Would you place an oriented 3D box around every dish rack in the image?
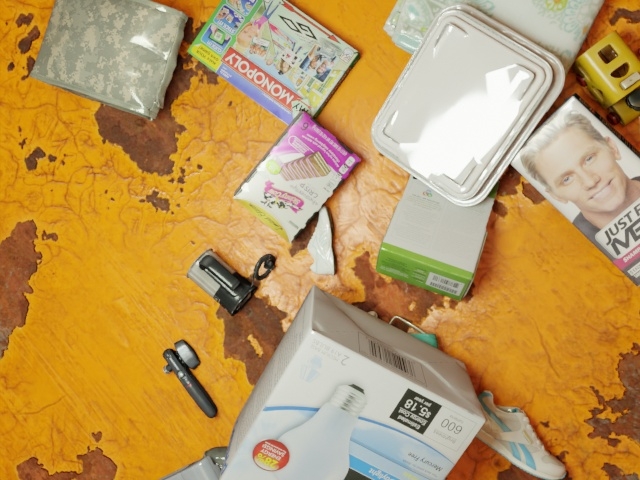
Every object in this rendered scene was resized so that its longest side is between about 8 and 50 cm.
[{"bbox_3d":[0.265,-0.258,1.269,0.285,0.072,0.333,37,111,15],"label":"dish rack"}]

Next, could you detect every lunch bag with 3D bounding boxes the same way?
[{"bbox_3d":[-0.433,-0.405,1.420,0.287,0.169,0.235,20,94,13],"label":"lunch bag"}]

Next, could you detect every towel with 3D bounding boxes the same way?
[{"bbox_3d":[0.354,-0.478,1.319,0.374,0.090,0.321,27,95,11],"label":"towel"}]

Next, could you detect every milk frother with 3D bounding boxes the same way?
[{"bbox_3d":[-0.190,0.062,1.429,0.134,0.129,0.143,40,53,7],"label":"milk frother"}]

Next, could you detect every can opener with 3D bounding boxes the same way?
[{"bbox_3d":[-0.286,0.312,1.455,0.073,0.059,0.186,-33,85,8],"label":"can opener"}]

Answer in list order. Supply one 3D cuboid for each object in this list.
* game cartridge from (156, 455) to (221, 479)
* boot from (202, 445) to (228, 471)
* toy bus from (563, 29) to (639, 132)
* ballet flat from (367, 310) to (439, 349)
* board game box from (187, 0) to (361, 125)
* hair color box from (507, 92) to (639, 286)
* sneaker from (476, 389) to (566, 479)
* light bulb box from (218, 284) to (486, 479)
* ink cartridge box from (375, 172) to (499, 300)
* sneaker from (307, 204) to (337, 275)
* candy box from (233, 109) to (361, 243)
[{"bbox_3d":[-0.303,0.606,1.426,0.297,0.062,0.198,-32,81,24],"label":"game cartridge"},{"bbox_3d":[-0.142,0.405,1.425,0.189,0.076,0.209,13,98,-1],"label":"boot"},{"bbox_3d":[0.586,-0.305,1.282,0.202,0.104,0.191,8,92,10],"label":"toy bus"},{"bbox_3d":[0.129,0.197,1.384,0.247,0.083,0.087,13,69,9],"label":"ballet flat"},{"bbox_3d":[-0.102,-0.403,1.426,0.317,0.046,0.213,37,95,7],"label":"board game box"},{"bbox_3d":[0.548,-0.100,1.265,0.347,0.105,0.174,46,117,7],"label":"hair color box"},{"bbox_3d":[0.401,0.396,1.329,0.228,0.087,0.092,34,94,6],"label":"sneaker"},{"bbox_3d":[0.051,0.344,1.251,0.357,0.225,0.361,28,106,-6],"label":"light bulb box"},{"bbox_3d":[0.244,-0.031,1.355,0.188,0.097,0.255,20,59,9],"label":"ink cartridge box"},{"bbox_3d":[0.000,0.000,1.408,0.061,0.053,0.152,-3,91,12],"label":"sneaker"},{"bbox_3d":[-0.051,-0.134,1.381,0.159,0.071,0.233,38,99,-12],"label":"candy box"}]
